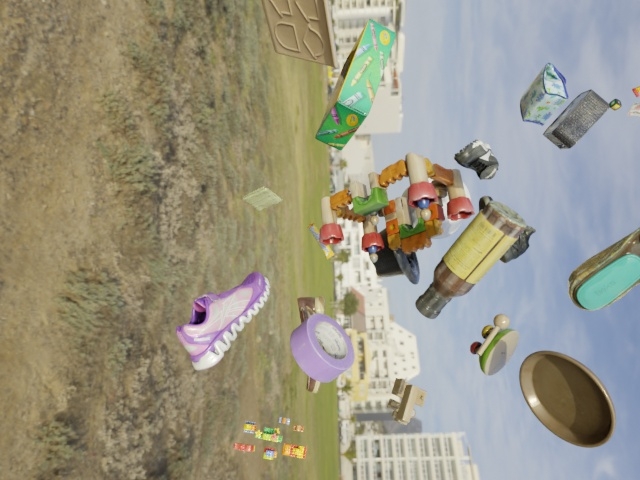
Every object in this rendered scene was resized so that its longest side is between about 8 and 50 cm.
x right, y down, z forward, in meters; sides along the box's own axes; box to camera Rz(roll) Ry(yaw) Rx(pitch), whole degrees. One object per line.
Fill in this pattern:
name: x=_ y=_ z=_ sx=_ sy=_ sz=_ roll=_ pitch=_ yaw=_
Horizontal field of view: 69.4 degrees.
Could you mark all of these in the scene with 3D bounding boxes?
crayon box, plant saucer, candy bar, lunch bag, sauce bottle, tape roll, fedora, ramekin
crayon box: x=0.087 y=-0.384 z=1.148 sx=0.165 sy=0.081 sz=0.278 roll=-44 pitch=-156 yaw=63
plant saucer: x=0.683 y=0.433 z=1.284 sx=0.278 sy=0.041 sz=0.278 roll=38 pitch=-43 yaw=47
candy bar: x=0.000 y=0.000 z=1.816 sx=0.018 sy=0.040 sz=0.161 roll=-13 pitch=67 yaw=-55
lunch bag: x=0.696 y=-0.461 z=1.453 sx=0.129 sy=0.096 sz=0.151 roll=116 pitch=-19 yaw=-56
sauce bottle: x=0.360 y=0.060 z=1.159 sx=0.344 sy=0.111 sz=0.111 roll=-56 pitch=-163 yaw=29
tape roll: x=0.007 y=0.315 z=1.365 sx=0.189 sy=0.080 sz=0.189 roll=36 pitch=28 yaw=-22
fedora: x=0.278 y=0.047 z=1.839 sx=0.334 sy=0.152 sz=0.334 roll=55 pitch=23 yaw=-38
ramekin: x=0.483 y=-0.157 z=1.915 sx=0.135 sy=0.277 sz=0.277 roll=112 pitch=-22 yaw=-65

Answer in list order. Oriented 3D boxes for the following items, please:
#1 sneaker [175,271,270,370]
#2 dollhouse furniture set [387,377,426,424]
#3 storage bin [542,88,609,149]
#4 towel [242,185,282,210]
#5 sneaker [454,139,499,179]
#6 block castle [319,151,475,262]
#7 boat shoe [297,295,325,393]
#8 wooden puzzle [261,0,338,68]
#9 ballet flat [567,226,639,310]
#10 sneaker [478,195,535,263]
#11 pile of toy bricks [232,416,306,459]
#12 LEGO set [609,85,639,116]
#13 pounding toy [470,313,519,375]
sneaker: x=-0.192 y=0.134 z=0.907 sx=0.104 sy=0.095 sz=0.236 roll=50 pitch=49 yaw=-15
dollhouse furniture set: x=0.315 y=0.549 z=1.543 sx=0.144 sy=0.123 sz=0.151 roll=-67 pitch=-173 yaw=-23
storage bin: x=0.854 y=-0.403 z=1.548 sx=0.180 sy=0.084 sz=0.122 roll=-51 pitch=178 yaw=12
towel: x=-0.246 y=-0.174 z=1.945 sx=0.110 sy=0.148 sz=0.027 roll=37 pitch=49 yaw=-40
sneaker: x=0.451 y=-0.220 z=1.298 sx=0.234 sy=0.078 sz=0.106 roll=-14 pitch=69 yaw=-56
block castle: x=0.238 y=-0.081 z=1.517 sx=0.303 sy=0.453 sz=0.213 roll=11 pitch=65 yaw=-43
boat shoe: x=-0.048 y=0.371 z=1.659 sx=0.123 sy=0.123 sz=0.342 roll=149 pitch=-57 yaw=-86
wooden puzzle: x=-0.073 y=-0.819 z=1.691 sx=0.080 sy=0.348 sz=0.322 roll=-47 pitch=148 yaw=-23
ballet flat: x=0.694 y=0.024 z=0.997 sx=0.123 sy=0.348 sz=0.123 roll=39 pitch=25 yaw=-22
sneaker: x=0.605 y=-0.053 z=1.500 sx=0.087 sy=0.130 sz=0.227 roll=85 pitch=-20 yaw=-84
pile of toy bricks: x=-0.143 y=0.572 z=1.342 sx=0.105 sy=0.212 sz=0.118 roll=96 pitch=2 yaw=-68
LEGO set: x=0.910 y=-0.377 z=1.210 sx=0.182 sy=0.244 sz=0.060 roll=78 pitch=22 yaw=-56
pounding toy: x=0.576 y=0.347 z=1.587 sx=0.110 sy=0.183 sz=0.237 roll=35 pitch=-14 yaw=44
